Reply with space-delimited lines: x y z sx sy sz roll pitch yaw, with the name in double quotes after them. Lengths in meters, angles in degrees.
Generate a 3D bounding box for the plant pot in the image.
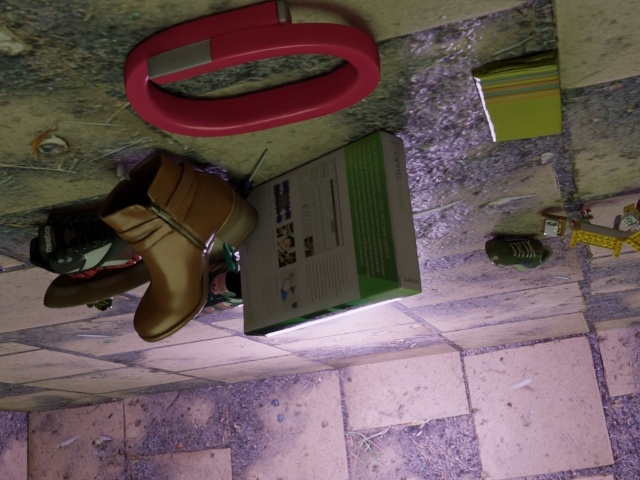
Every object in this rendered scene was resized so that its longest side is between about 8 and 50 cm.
-0.385 0.060 1.541 0.236 0.032 0.236 -15 -166 4 "plant pot"

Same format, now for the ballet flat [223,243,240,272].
-0.147 0.014 1.585 0.070 0.070 0.188 -4 167 -6 "ballet flat"

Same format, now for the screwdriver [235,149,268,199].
-0.103 -0.094 1.293 0.024 0.025 0.170 0 163 -20 "screwdriver"

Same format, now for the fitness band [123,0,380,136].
-0.078 -0.183 0.958 0.290 0.054 0.209 -9 166 16 "fitness band"

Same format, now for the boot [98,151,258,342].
-0.241 0.014 1.270 0.283 0.109 0.220 -47 141 10 "boot"

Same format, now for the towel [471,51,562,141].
0.264 -0.183 1.129 0.102 0.021 0.237 -5 166 16 "towel"

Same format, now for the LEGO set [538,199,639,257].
0.560 -0.051 1.601 0.287 0.107 0.132 -15 127 42 "LEGO set"

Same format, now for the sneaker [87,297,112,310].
-0.504 0.146 1.951 0.083 0.035 0.031 -18 159 37 "sneaker"

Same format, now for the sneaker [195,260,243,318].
-0.216 0.090 1.723 0.318 0.112 0.131 -16 172 7 "sneaker"

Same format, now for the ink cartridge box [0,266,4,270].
-0.811 0.074 1.550 0.330 0.072 0.324 -10 163 18 "ink cartridge box"

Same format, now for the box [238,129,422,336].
0.000 0.000 1.277 0.058 0.232 0.322 11 157 -44 "box"

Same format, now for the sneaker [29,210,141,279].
-0.373 -0.002 1.381 0.276 0.098 0.135 -18 162 40 "sneaker"

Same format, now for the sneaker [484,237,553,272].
0.424 0.019 1.803 0.086 0.064 0.192 -25 156 31 "sneaker"
